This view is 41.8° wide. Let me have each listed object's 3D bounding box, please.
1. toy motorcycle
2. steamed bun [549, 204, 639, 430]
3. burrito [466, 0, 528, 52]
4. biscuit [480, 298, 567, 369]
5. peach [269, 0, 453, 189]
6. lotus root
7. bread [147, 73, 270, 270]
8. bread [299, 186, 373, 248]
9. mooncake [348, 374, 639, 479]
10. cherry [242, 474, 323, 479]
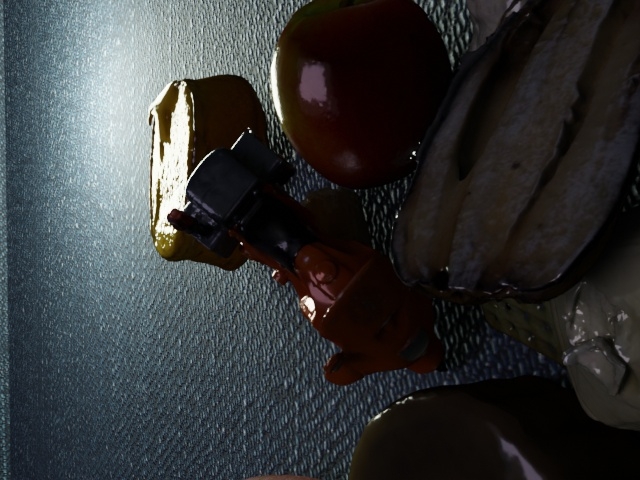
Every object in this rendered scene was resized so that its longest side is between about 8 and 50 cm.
[{"bbox_3d":[-0.007,0.023,0.813,0.325,0.221,0.148,39,88,13],"label":"toy motorcycle"},{"bbox_3d":[0.252,0.050,0.535,0.238,0.152,0.170,-13,88,55],"label":"steamed bun"},{"bbox_3d":[0.177,-0.343,0.706,0.117,0.076,0.392,16,107,48],"label":"burrito"},{"bbox_3d":[0.157,0.009,0.714,0.144,0.016,0.203,32,145,62],"label":"biscuit"},{"bbox_3d":[0.044,-0.143,0.828,0.197,0.197,0.198,5,96,56],"label":"peach"},{"bbox_3d":[0.166,-0.077,0.610,0.167,0.078,0.329,9,57,37],"label":"lotus root"},{"bbox_3d":[-0.149,-0.092,1.145,0.195,0.142,0.270,17,104,57],"label":"bread"},{"bbox_3d":[0.000,0.001,0.980,0.125,0.082,0.106,-34,60,50],"label":"bread"},{"bbox_3d":[0.157,0.257,0.690,0.290,0.161,0.291,6,97,55],"label":"mooncake"},{"bbox_3d":[-0.039,0.395,0.949,0.307,0.221,0.261,-32,67,33],"label":"cherry"}]
